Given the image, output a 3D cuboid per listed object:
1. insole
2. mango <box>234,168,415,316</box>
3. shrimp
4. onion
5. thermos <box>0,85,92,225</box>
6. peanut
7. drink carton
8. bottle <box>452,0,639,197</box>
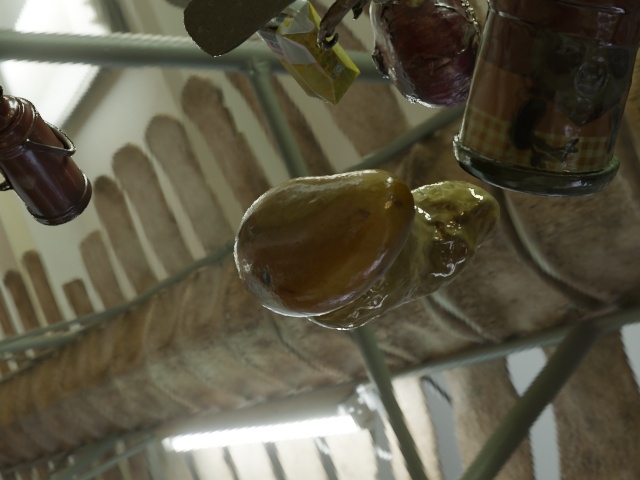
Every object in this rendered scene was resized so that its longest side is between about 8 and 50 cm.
[{"bbox_3d":[-0.017,-0.203,0.709,0.063,0.192,0.010,49,2,-9],"label":"insole"},{"bbox_3d":[-0.002,0.003,0.782,0.178,0.090,0.115,-3,-117,50],"label":"mango"},{"bbox_3d":[0.048,-0.255,1.104,0.034,0.178,0.124,44,-75,5],"label":"shrimp"},{"bbox_3d":[0.177,-0.334,1.677,0.246,0.190,0.246,60,9,-15],"label":"onion"},{"bbox_3d":[-0.392,-0.115,1.313,0.099,0.124,0.232,39,-14,30],"label":"thermos"},{"bbox_3d":[0.080,0.009,1.061,0.122,0.253,0.137,61,-32,20],"label":"peanut"},{"bbox_3d":[-0.031,-0.265,1.301,0.084,0.074,0.200,30,-12,44],"label":"drink carton"},{"bbox_3d":[0.178,-0.176,0.755,0.143,0.156,0.271,19,-65,26],"label":"bottle"}]
